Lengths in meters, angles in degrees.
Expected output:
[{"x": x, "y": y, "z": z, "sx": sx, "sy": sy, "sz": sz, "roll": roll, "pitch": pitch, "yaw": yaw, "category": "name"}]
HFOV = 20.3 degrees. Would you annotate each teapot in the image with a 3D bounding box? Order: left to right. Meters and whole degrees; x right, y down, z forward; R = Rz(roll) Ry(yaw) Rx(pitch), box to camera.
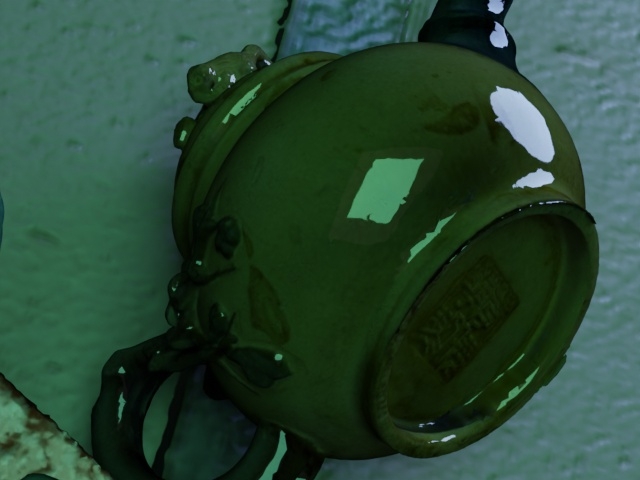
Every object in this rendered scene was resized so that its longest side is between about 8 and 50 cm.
[{"x": 0.000, "y": 0.000, "z": 0.728, "sx": 0.269, "sy": 0.173, "sz": 0.182, "roll": -48, "pitch": 55, "yaw": -3, "category": "teapot"}]

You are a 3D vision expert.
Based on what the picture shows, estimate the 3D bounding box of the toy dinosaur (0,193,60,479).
[{"x": -0.213, "y": 0.197, "z": 0.554, "sx": 0.331, "sy": 0.129, "sz": 0.383, "roll": -16, "pitch": 79, "yaw": -10, "category": "toy dinosaur"}]

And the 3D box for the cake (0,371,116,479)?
[{"x": -0.156, "y": 0.052, "z": 0.690, "sx": 0.220, "sy": 0.086, "sz": 0.117, "roll": 14, "pitch": 71, "yaw": -10, "category": "cake"}]
